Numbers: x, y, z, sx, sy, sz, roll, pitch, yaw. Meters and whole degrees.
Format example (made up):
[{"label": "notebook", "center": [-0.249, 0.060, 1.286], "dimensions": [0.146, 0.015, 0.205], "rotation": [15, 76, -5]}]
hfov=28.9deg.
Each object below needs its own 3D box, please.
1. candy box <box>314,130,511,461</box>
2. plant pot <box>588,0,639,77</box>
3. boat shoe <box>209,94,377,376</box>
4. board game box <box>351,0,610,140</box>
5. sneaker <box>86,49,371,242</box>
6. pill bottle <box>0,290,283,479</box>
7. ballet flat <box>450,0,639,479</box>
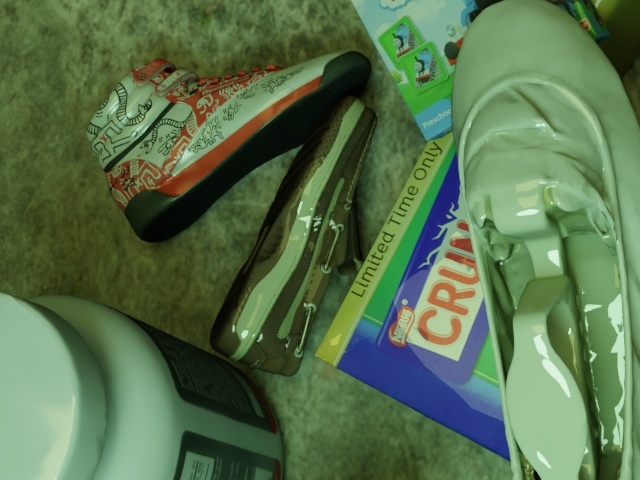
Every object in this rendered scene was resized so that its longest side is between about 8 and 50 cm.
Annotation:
[{"label": "candy box", "center": [0.200, 0.051, 0.996], "dimensions": [0.317, 0.122, 0.268], "rotation": [26, 86, 23]}, {"label": "plant pot", "center": [0.180, -0.217, 1.044], "dimensions": [0.212, 0.212, 0.187], "rotation": [23, 97, 22]}, {"label": "boat shoe", "center": [-0.002, 0.000, 1.106], "dimensions": [0.095, 0.095, 0.257], "rotation": [29, 84, -12]}, {"label": "board game box", "center": [0.101, -0.208, 0.958], "dimensions": [0.160, 0.039, 0.211], "rotation": [-31, 84, 29]}, {"label": "sneaker", "center": [-0.095, -0.131, 1.158], "dimensions": [0.270, 0.090, 0.145], "rotation": [-36, 70, 8]}, {"label": "pill bottle", "center": [-0.178, 0.158, 0.955], "dimensions": [0.210, 0.363, 0.210], "rotation": [-5, 73, 16]}, {"label": "ballet flat", "center": [0.160, 0.021, 0.847], "dimensions": [0.139, 0.139, 0.400], "rotation": [-10, 87, 15]}]
